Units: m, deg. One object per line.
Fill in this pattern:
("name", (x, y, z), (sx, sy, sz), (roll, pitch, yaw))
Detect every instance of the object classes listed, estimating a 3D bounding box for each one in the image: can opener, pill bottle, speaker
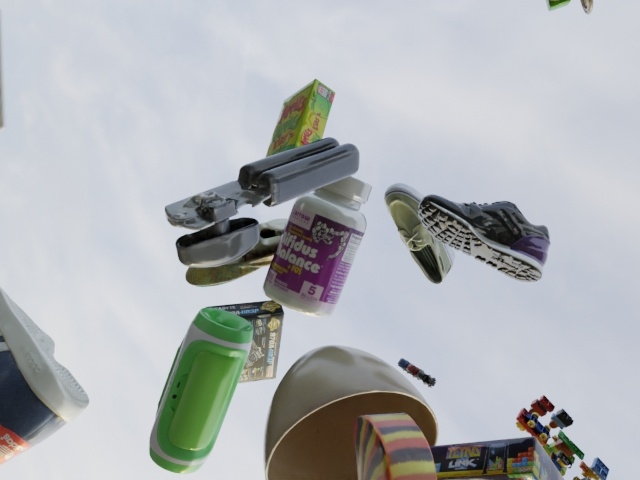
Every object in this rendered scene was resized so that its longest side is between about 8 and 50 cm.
("can opener", (-0.066, -0.052, 0.729), (0.076, 0.283, 0.095), (26, -51, 40))
("pill bottle", (0.000, 0.000, 1.233), (0.169, 0.169, 0.302), (23, -86, 39))
("speaker", (-0.230, 0.286, 1.096), (0.131, 0.131, 0.297), (26, -83, 39))

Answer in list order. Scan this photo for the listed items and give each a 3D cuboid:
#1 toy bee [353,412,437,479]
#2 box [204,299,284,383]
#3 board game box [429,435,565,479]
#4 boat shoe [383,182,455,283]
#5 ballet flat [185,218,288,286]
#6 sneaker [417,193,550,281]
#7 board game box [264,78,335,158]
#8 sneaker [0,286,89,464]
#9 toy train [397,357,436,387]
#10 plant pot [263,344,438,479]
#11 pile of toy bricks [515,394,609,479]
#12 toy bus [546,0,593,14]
("toy bee", (0.100, 0.323, 0.550), (0.299, 0.195, 0.162), (68, -23, 5))
("box", (-0.183, 0.243, 1.330), (0.051, 0.175, 0.220), (-117, -151, -50))
("board game box", (0.217, 0.304, 0.665), (0.141, 0.048, 0.170), (-19, -63, 36))
("boat shoe", (0.261, -0.015, 1.477), (0.109, 0.094, 0.302), (-20, -60, 37))
("ballet flat", (-0.160, 0.014, 1.356), (0.123, 0.348, 0.123), (166, -90, -84))
("sneaker", (0.330, -0.034, 1.149), (0.124, 0.283, 0.107), (-63, -172, -21))
("board game box", (-0.040, -0.152, 0.887), (0.092, 0.043, 0.182), (-17, -129, 52))
("sneaker", (-0.459, 0.181, 0.804), (0.148, 0.131, 0.350), (-42, -145, -19))
("toy train", (0.224, 0.312, 1.360), (0.027, 0.036, 0.158), (-56, -162, -6))
("plant pot", (0.029, 0.288, 0.964), (0.284, 0.284, 0.191), (-60, -151, 22))
("pile of toy bricks", (0.454, 0.417, 1.121), (0.212, 0.118, 0.105), (48, -47, 9))
("toy bus", (0.240, -0.359, 0.694), (0.104, 0.202, 0.191), (-15, -68, 19))
